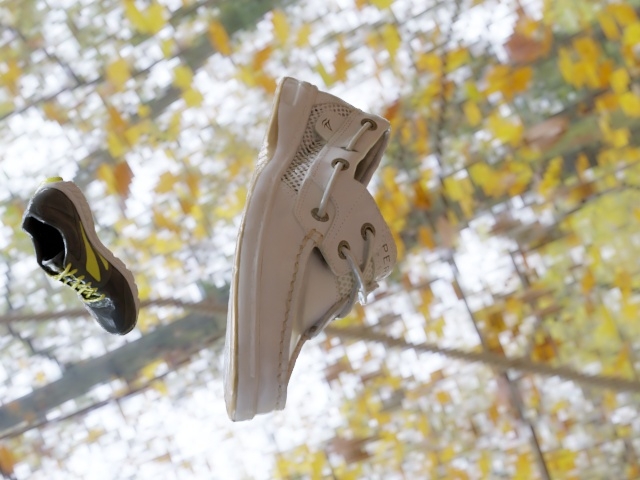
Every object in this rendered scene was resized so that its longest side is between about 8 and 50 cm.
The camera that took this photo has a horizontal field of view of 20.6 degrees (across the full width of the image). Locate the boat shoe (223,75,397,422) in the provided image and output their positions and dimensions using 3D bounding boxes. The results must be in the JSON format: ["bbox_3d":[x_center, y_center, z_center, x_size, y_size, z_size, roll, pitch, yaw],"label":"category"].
[{"bbox_3d":[0.000,0.000,1.065,0.096,0.098,0.277,11,-136,0],"label":"boat shoe"}]

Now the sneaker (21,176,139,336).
[{"bbox_3d":[-0.116,0.013,0.828,0.083,0.031,0.035,60,-148,-14],"label":"sneaker"}]
